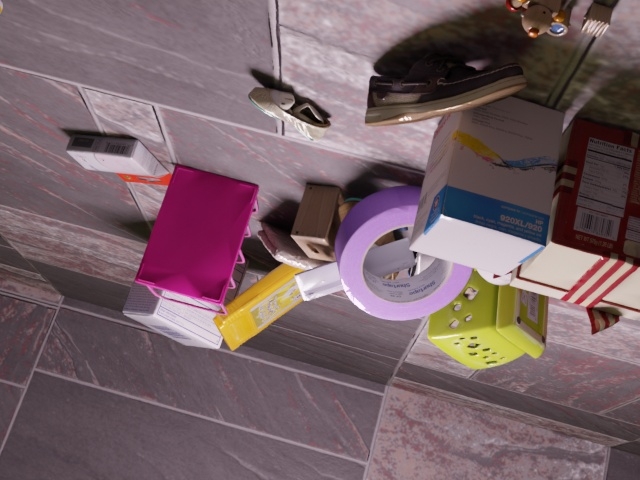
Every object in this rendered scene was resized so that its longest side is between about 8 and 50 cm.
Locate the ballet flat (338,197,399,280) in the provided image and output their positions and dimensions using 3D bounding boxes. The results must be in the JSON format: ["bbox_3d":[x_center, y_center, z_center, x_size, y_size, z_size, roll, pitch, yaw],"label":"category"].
[{"bbox_3d":[0.109,0.030,1.760,0.116,0.124,0.342,11,160,19],"label":"ballet flat"}]

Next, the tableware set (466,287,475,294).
[{"bbox_3d":[0.330,0.135,2.108,0.169,0.020,0.141,11,159,15],"label":"tableware set"}]

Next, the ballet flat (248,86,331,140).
[{"bbox_3d":[-0.051,-0.235,1.393,0.168,0.057,0.052,27,130,-36],"label":"ballet flat"}]

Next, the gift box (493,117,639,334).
[{"bbox_3d":[0.444,-0.009,1.279,0.255,0.276,0.258,20,162,5],"label":"gift box"}]

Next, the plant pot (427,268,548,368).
[{"bbox_3d":[0.403,0.157,1.827,0.207,0.228,0.227,-12,147,39],"label":"plant pot"}]

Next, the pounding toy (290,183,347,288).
[{"bbox_3d":[0.001,0.009,1.754,0.094,0.206,0.181,8,159,23],"label":"pounding toy"}]

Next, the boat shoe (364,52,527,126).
[{"bbox_3d":[0.168,-0.228,1.151,0.103,0.092,0.285,-14,-174,-37],"label":"boat shoe"}]

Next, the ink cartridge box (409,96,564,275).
[{"bbox_3d":[0.261,-0.092,1.242,0.168,0.232,0.171,16,160,-5],"label":"ink cartridge box"}]

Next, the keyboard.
[{"bbox_3d":[0.075,0.062,1.679,0.256,0.014,0.072,-18,115,2],"label":"keyboard"}]

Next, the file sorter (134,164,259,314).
[{"bbox_3d":[-0.277,0.008,1.855,0.202,0.290,0.182,15,163,4],"label":"file sorter"}]

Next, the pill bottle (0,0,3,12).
[{"bbox_3d":[-0.564,-0.379,1.293,0.065,0.116,0.065,14,160,5],"label":"pill bottle"}]

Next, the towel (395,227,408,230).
[{"bbox_3d":[0.135,-0.047,1.760,0.119,0.029,0.067,4,158,33],"label":"towel"}]

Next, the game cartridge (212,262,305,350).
[{"bbox_3d":[-0.141,0.168,2.180,0.052,0.324,0.285,49,168,17],"label":"game cartridge"}]

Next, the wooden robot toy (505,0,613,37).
[{"bbox_3d":[0.271,-0.277,0.968,0.173,0.079,0.076,22,159,-14],"label":"wooden robot toy"}]

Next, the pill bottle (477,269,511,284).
[{"bbox_3d":[0.415,0.008,1.539,0.131,0.131,0.229,24,158,-21],"label":"pill bottle"}]

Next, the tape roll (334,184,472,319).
[{"bbox_3d":[0.170,0.028,1.607,0.275,0.090,0.275,-3,122,-6],"label":"tape roll"}]

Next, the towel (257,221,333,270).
[{"bbox_3d":[-0.051,0.031,1.922,0.187,0.049,0.282,21,-173,-16],"label":"towel"}]

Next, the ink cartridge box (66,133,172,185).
[{"bbox_3d":[-0.460,-0.168,1.870,0.189,0.066,0.232,7,154,23],"label":"ink cartridge box"}]

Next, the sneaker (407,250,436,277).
[{"bbox_3d":[0.243,0.019,1.788,0.079,0.121,0.217,9,128,-12],"label":"sneaker"}]

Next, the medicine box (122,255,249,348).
[{"bbox_3d":[-0.377,0.127,2.240,0.149,0.289,0.263,0,154,40],"label":"medicine box"}]
